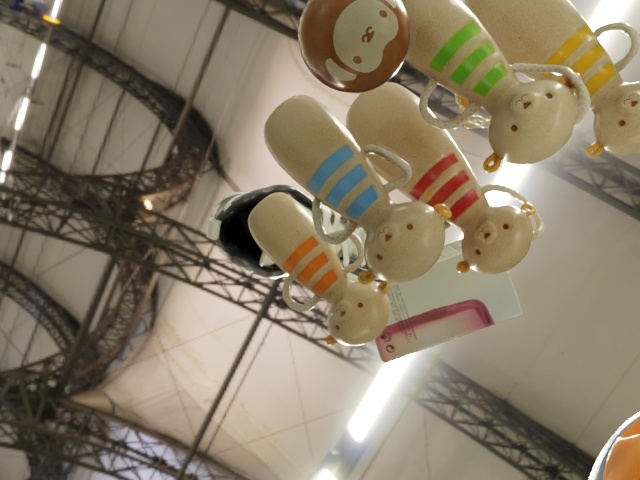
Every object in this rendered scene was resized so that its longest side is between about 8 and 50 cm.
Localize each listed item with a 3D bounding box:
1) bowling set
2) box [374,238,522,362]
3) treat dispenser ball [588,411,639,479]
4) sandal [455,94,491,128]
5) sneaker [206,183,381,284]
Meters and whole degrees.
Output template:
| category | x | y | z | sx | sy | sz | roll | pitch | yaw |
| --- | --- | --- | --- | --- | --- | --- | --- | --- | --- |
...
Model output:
| category | x | y | z | sx | sy | sz | roll | pitch | yaw |
| --- | --- | --- | --- | --- | --- | --- | --- | --- | --- |
| bowling set | 0.057 | -0.044 | 0.377 | 0.287 | 0.200 | 0.154 | -45 | -105 | 15 |
| box | 0.184 | 0.089 | 1.077 | 0.232 | 0.148 | 0.127 | -20 | -86 | 3 |
| treat dispenser ball | 0.416 | 0.297 | 0.657 | 0.288 | 0.288 | 0.288 | -13 | -108 | 47 |
| sandal | 0.235 | -0.179 | 0.911 | 0.079 | 0.240 | 0.088 | -46 | -139 | 39 |
| sneaker | 0.000 | 0.000 | 0.629 | 0.153 | 0.234 | 0.094 | -49 | 153 | -82 |
